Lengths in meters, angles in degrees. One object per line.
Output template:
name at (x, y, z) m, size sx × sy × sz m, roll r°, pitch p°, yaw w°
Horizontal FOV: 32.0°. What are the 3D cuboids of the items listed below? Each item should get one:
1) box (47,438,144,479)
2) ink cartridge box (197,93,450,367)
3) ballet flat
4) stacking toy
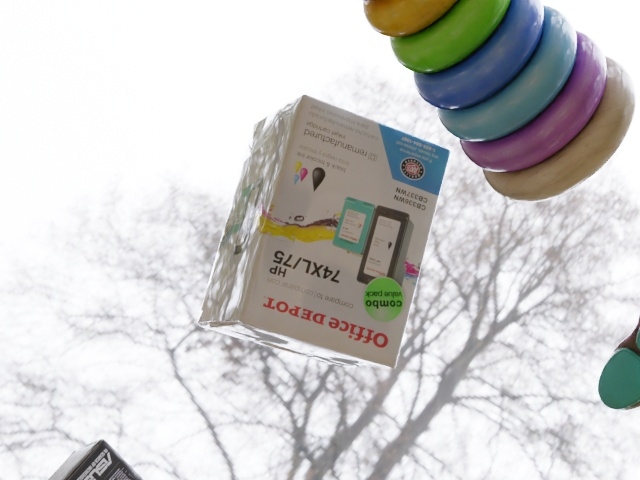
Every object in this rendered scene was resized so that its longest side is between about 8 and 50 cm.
box at (-0.219, 0.368, 0.982) m, size 0.242 × 0.307 × 0.076 m, roll 48°, pitch -38°, yaw -10°
ink cartridge box at (0.000, 0.000, 1.337) m, size 0.198 × 0.270 × 0.197 m, roll 18°, pitch -11°, yaw -18°
ballet flat at (0.414, 0.131, 1.383) m, size 0.077 × 0.079 × 0.221 m, roll 45°, pitch -35°, yaw 28°
stacking toy at (0.086, -0.172, 0.824) m, size 0.141 × 0.141 × 0.330 m, roll -28°, pitch -54°, yaw 37°
